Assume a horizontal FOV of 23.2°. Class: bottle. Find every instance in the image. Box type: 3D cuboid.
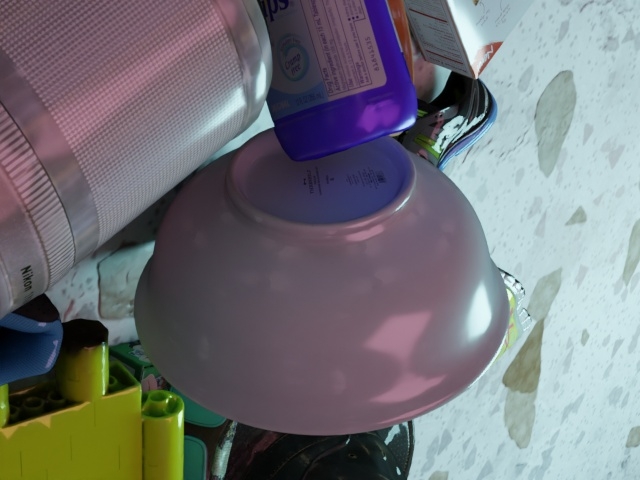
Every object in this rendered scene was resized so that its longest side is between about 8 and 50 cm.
[{"bbox_3d":[-0.016,-0.202,1.115,0.092,0.118,0.283,-19,94,-27],"label":"bottle"}]

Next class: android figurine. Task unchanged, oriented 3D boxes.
[{"bbox_3d":[-0.220,0.197,1.216,0.248,0.056,0.273,-14,122,-31],"label":"android figurine"}]

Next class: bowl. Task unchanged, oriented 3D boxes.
[{"bbox_3d":[0.000,0.000,1.191,0.298,0.298,0.134,-36,140,-36],"label":"bowl"}]

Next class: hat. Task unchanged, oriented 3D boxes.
[{"bbox_3d":[0.022,0.258,1.467,0.331,0.134,0.331,-31,135,-36],"label":"hat"}]

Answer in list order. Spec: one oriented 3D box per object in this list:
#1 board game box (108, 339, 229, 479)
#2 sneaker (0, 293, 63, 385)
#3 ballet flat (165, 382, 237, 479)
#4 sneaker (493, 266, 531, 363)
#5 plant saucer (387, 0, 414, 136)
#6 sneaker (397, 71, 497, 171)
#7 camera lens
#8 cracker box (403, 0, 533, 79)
[{"bbox_3d":[-0.128,0.227,1.409,0.213,0.046,0.317,-12,121,-51],"label":"board game box"},{"bbox_3d":[-0.318,0.096,0.971,0.341,0.139,0.125,-36,141,-33],"label":"sneaker"},{"bbox_3d":[-0.099,0.149,1.311,0.070,0.070,0.188,-7,120,-52],"label":"ballet flat"},{"bbox_3d":[0.170,0.082,1.689,0.094,0.081,0.208,-53,146,-12],"label":"sneaker"},{"bbox_3d":[0.027,-0.180,1.273,0.200,0.037,0.200,-10,90,-70],"label":"plant saucer"},{"bbox_3d":[0.092,-0.095,1.487,0.188,0.067,0.078,-47,122,-21],"label":"sneaker"},{"bbox_3d":[-0.183,-0.097,0.940,0.274,0.219,0.219,-41,141,-24],"label":"camera lens"},{"bbox_3d":[0.131,-0.278,1.395,0.156,0.067,0.232,-54,146,-17],"label":"cracker box"}]
